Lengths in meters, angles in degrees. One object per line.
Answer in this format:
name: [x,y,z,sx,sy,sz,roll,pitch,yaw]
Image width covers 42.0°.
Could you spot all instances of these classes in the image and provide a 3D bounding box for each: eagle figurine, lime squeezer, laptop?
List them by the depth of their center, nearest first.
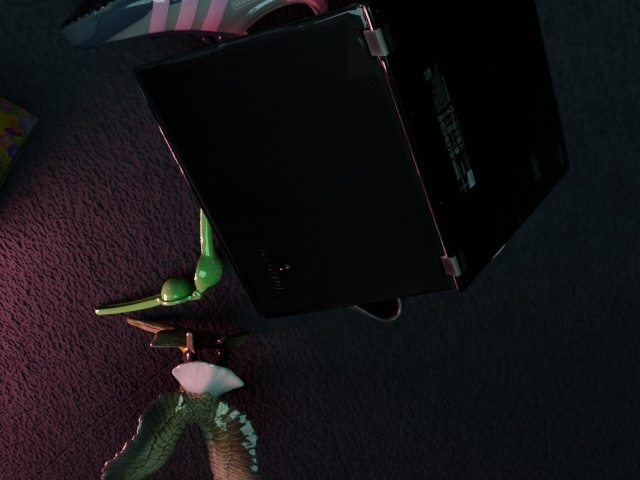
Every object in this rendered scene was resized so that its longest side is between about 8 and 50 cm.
laptop: [0.068,-0.139,1.007,0.236,0.408,0.382,17,141,44]
lime squeezer: [-0.212,0.049,1.216,0.110,0.059,0.310,33,121,-21]
eagle figurine: [-0.194,0.284,1.288,0.226,0.299,0.225,7,177,36]

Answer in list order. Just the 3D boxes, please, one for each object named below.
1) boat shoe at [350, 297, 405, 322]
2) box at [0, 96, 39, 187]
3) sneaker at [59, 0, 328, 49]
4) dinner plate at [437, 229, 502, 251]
boat shoe: [-0.003,0.003,1.141,0.127,0.113,0.340,-34,118,23]
box: [-0.518,-0.025,1.025,0.177,0.290,0.279,28,121,-18]
sneaker: [-0.141,-0.261,0.955,0.318,0.112,0.131,-18,122,15]
dinner plate: [0.201,-0.010,1.189,0.141,0.017,0.141,1,125,2]
